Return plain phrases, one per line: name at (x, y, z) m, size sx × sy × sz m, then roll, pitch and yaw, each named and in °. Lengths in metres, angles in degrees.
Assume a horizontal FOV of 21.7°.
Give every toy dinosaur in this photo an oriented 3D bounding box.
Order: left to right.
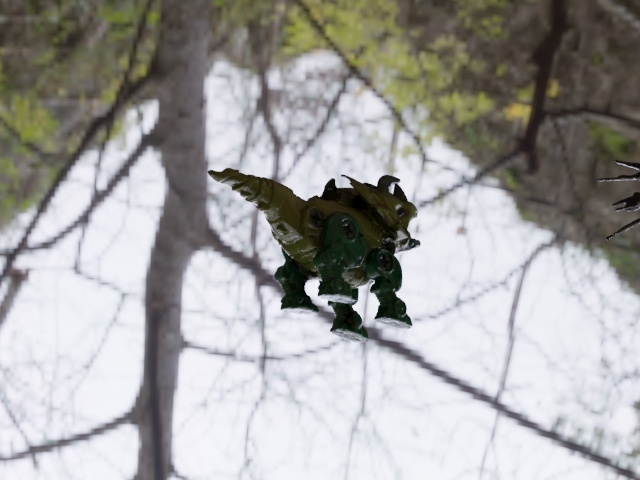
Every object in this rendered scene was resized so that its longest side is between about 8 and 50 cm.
toy dinosaur at (0.000, 0.000, 1.493) m, size 0.259 × 0.094 × 0.153 m, roll 14°, pitch -116°, yaw -42°

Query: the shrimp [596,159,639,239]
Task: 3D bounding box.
shrimp at (0.374, -0.068, 1.511) m, size 0.343 × 0.116 × 0.145 m, roll -19°, pitch -166°, yaw 49°
